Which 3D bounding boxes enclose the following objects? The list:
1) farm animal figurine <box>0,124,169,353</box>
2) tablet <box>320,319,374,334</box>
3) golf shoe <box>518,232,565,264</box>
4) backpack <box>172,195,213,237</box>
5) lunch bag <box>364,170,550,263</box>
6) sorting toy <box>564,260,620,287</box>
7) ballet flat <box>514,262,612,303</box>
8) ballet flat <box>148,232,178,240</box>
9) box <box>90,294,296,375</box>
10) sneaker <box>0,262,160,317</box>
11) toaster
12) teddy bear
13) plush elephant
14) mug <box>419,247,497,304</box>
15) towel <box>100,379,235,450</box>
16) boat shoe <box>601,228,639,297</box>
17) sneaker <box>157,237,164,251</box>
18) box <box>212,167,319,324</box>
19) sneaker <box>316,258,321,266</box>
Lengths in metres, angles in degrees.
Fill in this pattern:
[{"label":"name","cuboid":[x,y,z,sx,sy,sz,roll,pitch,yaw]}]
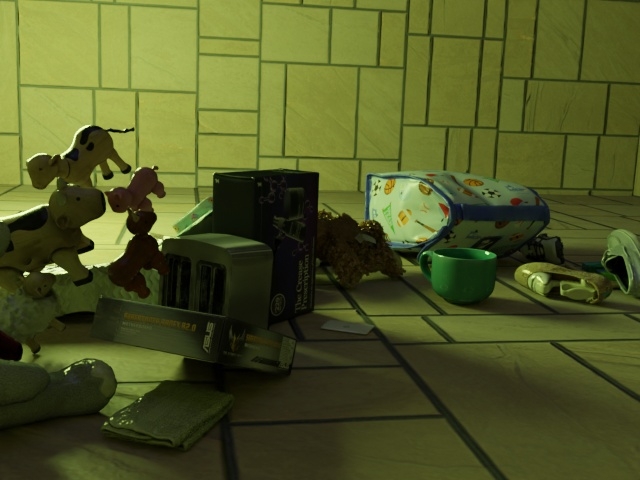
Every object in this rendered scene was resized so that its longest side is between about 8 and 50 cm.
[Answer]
[{"label":"farm animal figurine","cuboid":[-0.397,-0.036,1.161,0.326,0.172,0.330,-31,49,-6]},{"label":"tablet","cuboid":[0.047,0.149,1.308,0.083,0.006,0.054,5,10,18]},{"label":"golf shoe","cuboid":[0.574,0.028,1.970,0.093,0.077,0.198,-9,3,0]},{"label":"backpack","cuboid":[-0.239,-0.021,1.769,0.166,0.144,0.188,-37,-19,26]},{"label":"lunch bag","cuboid":[0.341,-0.063,1.946,0.327,0.239,0.385,-1,3,-29]},{"label":"sorting toy","cuboid":[0.710,0.076,1.784,0.208,0.038,0.193,2,10,-4]},{"label":"ballet flat","cuboid":[0.499,0.090,1.581,0.206,0.073,0.067,5,24,34]},{"label":"ballet flat","cuboid":[-0.284,0.047,1.620,0.316,0.108,0.106,1,28,25]},{"label":"box","cuboid":[-0.158,0.129,1.001,0.183,0.056,0.231,7,-12,23]},{"label":"sneaker","cuboid":[-0.412,0.080,1.329,0.293,0.102,0.146,-1,10,-18]},{"label":"toaster","cuboid":[-0.162,0.070,1.207,0.168,0.186,0.110,10,8,36]},{"label":"teddy bear","cuboid":[0.038,0.014,1.682,0.338,0.113,0.245,-4,49,-48]},{"label":"plush elephant","cuboid":[-0.440,0.082,0.855,0.271,0.255,0.330,10,12,36]},{"label":"mug","cuboid":[0.286,0.071,1.543,0.129,0.097,0.158,-1,10,-14]},{"label":"towel","cuboid":[-0.174,0.203,0.889,0.110,0.027,0.148,6,11,19]},{"label":"boat shoe","cuboid":[0.673,0.045,1.680,0.081,0.079,0.227,2,33,-4]},{"label":"sneaker","cuboid":[-0.306,0.077,1.491,0.094,0.081,0.208,-38,35,-11]},{"label":"box","cuboid":[-0.096,0.009,1.339,0.103,0.261,0.184,10,13,38]},{"label":"sneaker","cuboid":[0.000,0.000,1.837,0.090,0.115,0.232,8,11,30]}]
